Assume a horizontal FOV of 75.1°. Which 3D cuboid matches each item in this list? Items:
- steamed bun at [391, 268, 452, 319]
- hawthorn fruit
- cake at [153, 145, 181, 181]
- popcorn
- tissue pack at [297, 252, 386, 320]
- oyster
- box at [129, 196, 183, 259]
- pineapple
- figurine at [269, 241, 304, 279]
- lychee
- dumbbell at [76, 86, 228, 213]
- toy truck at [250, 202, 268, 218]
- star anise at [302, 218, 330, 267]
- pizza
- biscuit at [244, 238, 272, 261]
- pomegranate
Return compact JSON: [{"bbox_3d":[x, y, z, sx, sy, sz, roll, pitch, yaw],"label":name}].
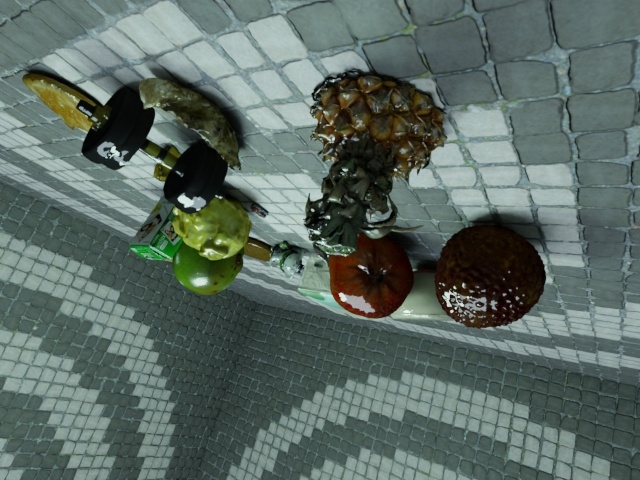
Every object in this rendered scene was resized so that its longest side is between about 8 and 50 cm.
[{"bbox_3d":[0.375,0.190,1.453,0.284,0.176,0.283,2,168,0],"label":"steamed bun"},{"bbox_3d":[0.160,0.114,1.318,0.276,0.274,0.299,12,168,19],"label":"hawthorn fruit"},{"bbox_3d":[-0.430,-0.226,1.228,0.080,0.116,0.185,18,-165,17],"label":"cake"},{"bbox_3d":[-0.351,-0.062,1.366,0.250,0.235,0.242,51,148,-3],"label":"popcorn"},{"bbox_3d":[0.113,0.199,1.726,0.267,0.193,0.356,5,159,33],"label":"tissue pack"},{"bbox_3d":[-0.254,-0.250,0.925,0.166,0.093,0.294,32,178,20],"label":"oyster"},{"bbox_3d":[-0.581,-0.051,1.557,0.180,0.249,0.103,0,148,41],"label":"box"},{"bbox_3d":[0.064,-0.100,0.718,0.263,0.271,0.262,17,162,6],"label":"pineapple"},{"bbox_3d":[-0.140,0.081,1.742,0.193,0.147,0.126,28,-168,39],"label":"figurine"},{"bbox_3d":[0.405,0.091,1.006,0.261,0.260,0.260,16,163,5],"label":"lychee"},{"bbox_3d":[-0.385,-0.204,0.997,0.185,0.184,0.388,1,156,44],"label":"dumbbell"},{"bbox_3d":[-0.208,-0.102,1.403,0.032,0.024,0.083,-18,148,26],"label":"toy truck"},{"bbox_3d":[0.000,0.000,1.343,0.061,0.180,0.204,-23,154,3],"label":"star anise"},{"bbox_3d":[-0.635,-0.335,1.092,0.181,0.034,0.262,18,162,0],"label":"pizza"},{"bbox_3d":[-0.310,0.037,1.915,0.262,0.037,0.262,16,163,5],"label":"biscuit"},{"bbox_3d":[-0.485,0.044,1.624,0.360,0.309,0.216,9,166,9],"label":"pomegranate"}]
